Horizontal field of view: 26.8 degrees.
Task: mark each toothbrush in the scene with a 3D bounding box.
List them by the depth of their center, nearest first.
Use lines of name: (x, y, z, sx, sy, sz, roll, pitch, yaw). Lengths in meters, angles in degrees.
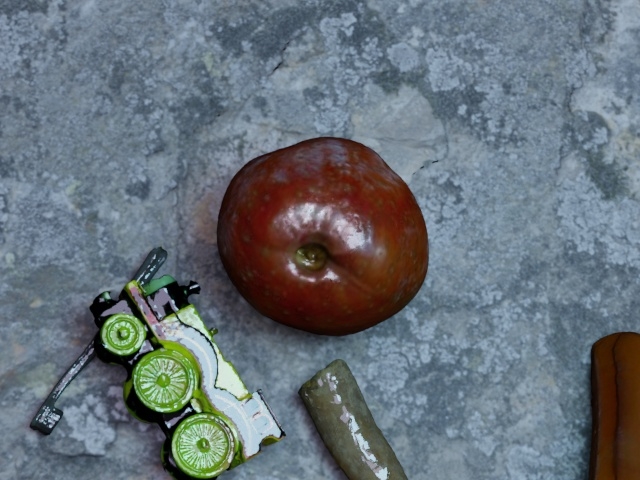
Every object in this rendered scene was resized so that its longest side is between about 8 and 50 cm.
toothbrush: (-0.287, 0.128, 1.771, 0.030, 0.030, 0.297, 34, 71, -5)

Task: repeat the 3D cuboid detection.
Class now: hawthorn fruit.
hawthorn fruit: (0.000, 0.000, 1.744, 0.284, 0.284, 0.284, 2, 71, -7)

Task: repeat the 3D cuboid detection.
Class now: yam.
yam: (0.080, 0.325, 1.731, 0.081, 0.081, 0.356, -24, 75, -15)

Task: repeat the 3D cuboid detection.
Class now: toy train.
toy train: (-0.175, 0.176, 1.725, 0.160, 0.100, 0.296, -31, 86, -18)

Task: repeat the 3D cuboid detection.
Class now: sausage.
sausage: (0.400, 0.236, 1.740, 0.102, 0.102, 0.330, 17, 41, -2)
